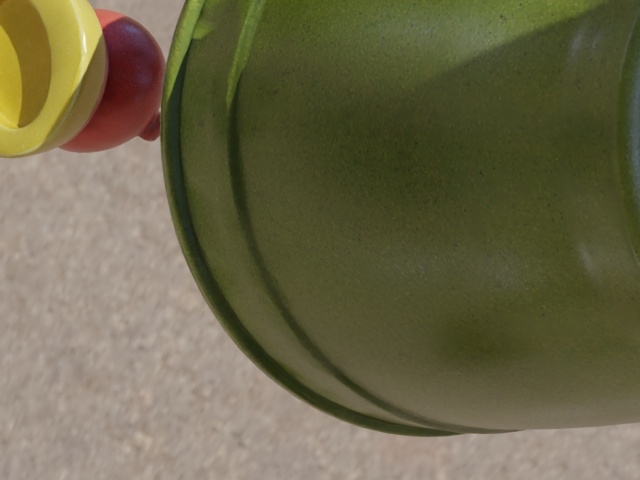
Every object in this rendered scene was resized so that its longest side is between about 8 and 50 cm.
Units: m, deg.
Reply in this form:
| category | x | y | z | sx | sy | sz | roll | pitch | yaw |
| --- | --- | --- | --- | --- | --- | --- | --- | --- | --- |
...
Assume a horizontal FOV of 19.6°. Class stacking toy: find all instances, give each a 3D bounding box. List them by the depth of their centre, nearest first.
| category | x | y | z | sx | sy | sz | roll | pitch | yaw |
| --- | --- | --- | --- | --- | --- | --- | --- | --- | --- |
| stacking toy | -0.242 | -0.177 | 1.260 | 0.130 | 0.279 | 0.309 | 4 | 71 | -56 |

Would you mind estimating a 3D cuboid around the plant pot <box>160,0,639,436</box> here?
| category | x | y | z | sx | sy | sz | roll | pitch | yaw |
| --- | --- | --- | --- | --- | --- | --- | --- | --- | --- |
| plant pot | 0.154 | -0.056 | 0.955 | 0.366 | 0.353 | 0.366 | -2 | 94 | -27 |
